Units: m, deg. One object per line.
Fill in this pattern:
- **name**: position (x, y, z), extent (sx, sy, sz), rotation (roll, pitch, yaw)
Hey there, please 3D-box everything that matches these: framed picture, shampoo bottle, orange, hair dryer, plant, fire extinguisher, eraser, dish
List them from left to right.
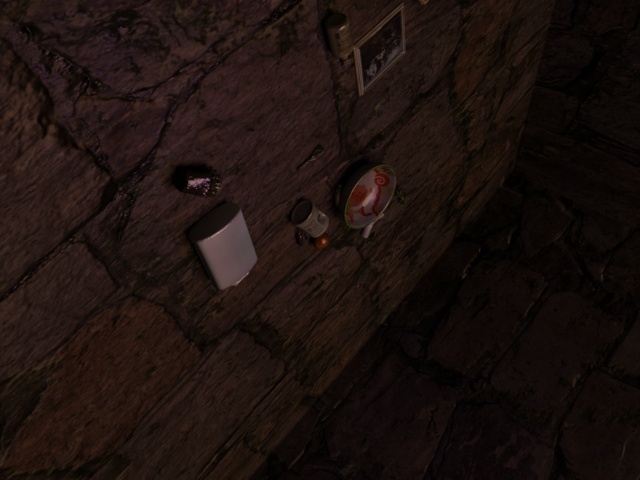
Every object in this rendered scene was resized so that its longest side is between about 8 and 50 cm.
- **plant**: position (-0.353, -0.174, 1.447), extent (0.143, 0.092, 0.094), rotation (3, 110, -51)
- **eraser**: position (-0.322, 0.027, 1.684), extent (0.189, 0.104, 0.290), rotation (-39, 147, -22)
- **fire extinguisher**: position (-0.077, -0.015, 2.086), extent (0.100, 0.046, 0.032), rotation (86, 3, -57)
- **shampoo bottle**: position (-0.031, -0.080, 2.044), extent (0.118, 0.087, 0.234), rotation (-55, 152, -1)
- **orange**: position (0.000, 0.000, 2.188), extent (0.085, 0.085, 0.085), rotation (-38, 147, -30)
- **shampoo bottle**: position (0.065, -0.647, 1.603), extent (0.079, 0.079, 0.162), rotation (-48, 151, -15)
- **dish**: position (0.187, -0.219, 2.210), extent (0.324, 0.124, 0.324), rotation (-30, 141, -28)
- **hair dryer**: position (0.289, -0.101, 2.575), extent (0.183, 0.044, 0.154), rotation (-20, 138, -52)
- **framed picture**: position (0.231, -0.712, 1.857), extent (0.296, 0.019, 0.232), rotation (-46, 151, -17)

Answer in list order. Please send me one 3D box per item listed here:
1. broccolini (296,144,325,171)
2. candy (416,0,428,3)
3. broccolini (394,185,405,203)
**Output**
- **broccolini**: position (-0.038, -0.311, 1.860), extent (0.140, 0.030, 0.035), rotation (-41, 141, -17)
- **candy**: position (0.418, -0.958, 1.870), extent (0.055, 0.049, 0.184), rotation (46, 67, -17)
- **broccolini**: position (0.424, -0.227, 2.646), extent (0.058, 0.067, 0.216), rotation (-50, 161, -5)
